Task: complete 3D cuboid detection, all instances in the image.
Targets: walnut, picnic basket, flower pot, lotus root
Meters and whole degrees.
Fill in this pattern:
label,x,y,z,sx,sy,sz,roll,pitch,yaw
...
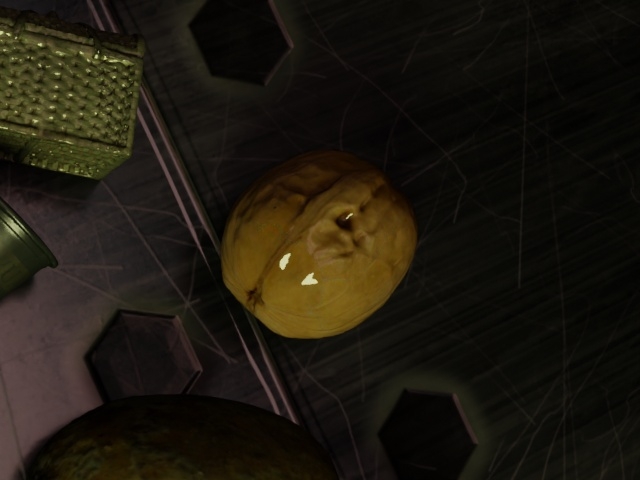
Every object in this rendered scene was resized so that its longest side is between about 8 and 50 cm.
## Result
label,x,y,z,sx,sy,sz,roll,pitch,yaw
walnut,0.000,0.000,1.589,0.221,0.195,0.195,-39,94,-22
picnic basket,-0.298,-0.166,1.533,0.196,0.134,0.154,12,76,-20
flower pot,-0.357,0.003,1.465,0.107,0.157,0.157,-44,96,-13
lotus root,-0.133,0.231,1.491,0.314,0.210,0.142,10,85,-34
